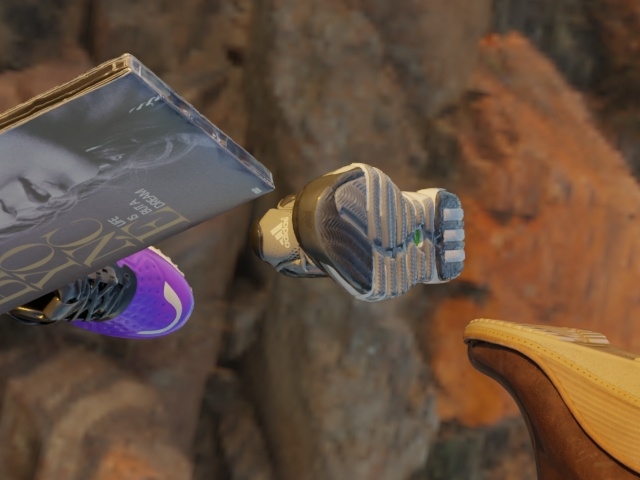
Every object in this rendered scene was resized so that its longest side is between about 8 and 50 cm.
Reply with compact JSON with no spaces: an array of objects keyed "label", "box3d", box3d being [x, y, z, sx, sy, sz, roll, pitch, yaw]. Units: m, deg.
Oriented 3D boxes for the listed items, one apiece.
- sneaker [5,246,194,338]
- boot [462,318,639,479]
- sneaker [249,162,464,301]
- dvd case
[{"label":"sneaker","box3d":[-0.238,0.040,1.769,0.293,0.146,0.102,25,105,-29]},{"label":"boot","box3d":[0.161,0.166,1.292,0.090,0.248,0.207,7,95,-32]},{"label":"sneaker","box3d":[0.000,0.000,1.273,0.228,0.132,0.086,11,79,-65]},{"label":"dvd case","box3d":[-0.158,-0.019,1.073,0.164,0.221,0.018,39,32,-57]}]
